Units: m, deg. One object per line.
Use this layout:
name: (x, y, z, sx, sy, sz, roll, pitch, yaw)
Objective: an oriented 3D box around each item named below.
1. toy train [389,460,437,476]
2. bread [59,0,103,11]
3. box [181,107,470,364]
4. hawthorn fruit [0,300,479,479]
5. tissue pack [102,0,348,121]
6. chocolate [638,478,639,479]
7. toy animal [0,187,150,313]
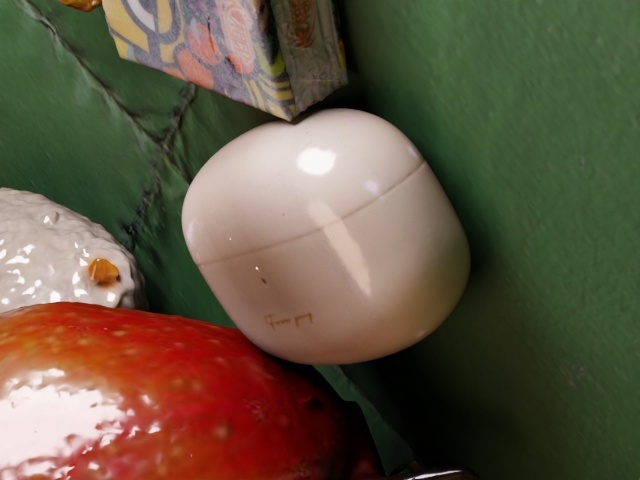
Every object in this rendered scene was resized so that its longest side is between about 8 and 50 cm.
toy train: (0.076, 0.187, 1.139, 0.103, 0.044, 0.064, 53, 161, 1)
bread: (-0.160, -0.209, 1.059, 0.052, 0.044, 0.157, 15, 133, 45)
box: (0.000, 0.000, 1.001, 0.146, 0.088, 0.200, 58, 150, -10)
hawthorn fruit: (-0.083, 0.167, 1.073, 0.369, 0.284, 0.284, -9, 118, 20)
tissue pack: (-0.058, -0.139, 0.968, 0.148, 0.060, 0.108, 24, 140, 40)
chocolate: (0.264, 0.187, 0.673, 0.301, 0.137, 0.289, 57, 174, -2)
toy animal: (-0.243, 0.077, 1.320, 0.358, 0.188, 0.226, -38, 66, 41)
